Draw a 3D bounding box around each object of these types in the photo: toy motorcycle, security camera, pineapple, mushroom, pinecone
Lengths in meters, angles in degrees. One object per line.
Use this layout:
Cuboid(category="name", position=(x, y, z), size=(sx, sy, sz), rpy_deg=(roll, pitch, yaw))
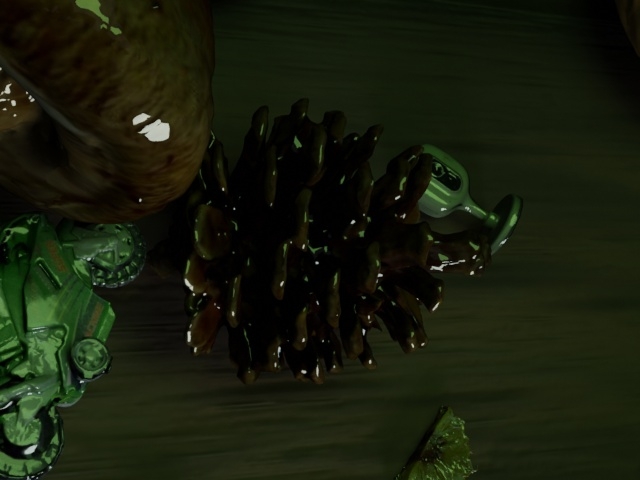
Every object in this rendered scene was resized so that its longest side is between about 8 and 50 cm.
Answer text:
Cuboid(category="toy motorcycle", position=(-0.177, 0.051, 0.921), size=(0.106, 0.074, 0.190), rpy_deg=(28, 61, -12))
Cuboid(category="security camera", position=(0.101, -0.034, 1.147), size=(0.092, 0.058, 0.058), rpy_deg=(31, 59, -12))
Cuboid(category="pineapple", position=(0.086, 0.160, 1.085), size=(0.045, 0.019, 0.083), rpy_deg=(46, 52, -8))
Cuboid(category="mushroom", position=(-0.193, -0.130, 0.860), size=(0.283, 0.263, 0.195), rpy_deg=(4, 63, 6))
Cuboid(category="pinecone", position=(0.000, 0.000, 0.993), size=(0.212, 0.168, 0.186), rpy_deg=(0, 88, -20))

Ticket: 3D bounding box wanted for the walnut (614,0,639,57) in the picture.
Cuboid(category="walnut", position=(0.341, -0.224, 1.274), size=(0.195, 0.195, 0.222), rpy_deg=(-1, 65, -34))
